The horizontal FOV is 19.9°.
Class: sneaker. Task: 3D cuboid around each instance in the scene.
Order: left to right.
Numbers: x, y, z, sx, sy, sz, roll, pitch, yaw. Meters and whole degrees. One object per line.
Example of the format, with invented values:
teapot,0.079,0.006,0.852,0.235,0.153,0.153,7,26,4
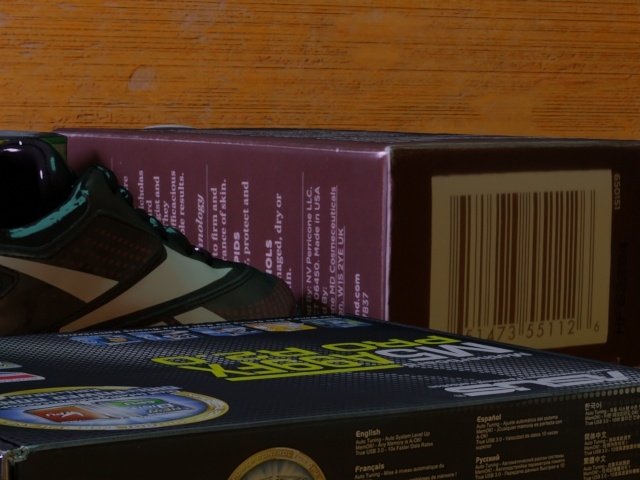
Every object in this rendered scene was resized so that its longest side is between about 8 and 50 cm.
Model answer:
sneaker,-0.104,0.019,0.863,0.097,0.135,0.276,2,3,40

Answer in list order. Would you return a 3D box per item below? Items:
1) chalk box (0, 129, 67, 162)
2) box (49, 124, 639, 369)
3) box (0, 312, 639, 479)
chalk box,-0.266,0.001,1.091,0.132,0.132,0.213,5,7,31
box,0.000,0.000,1.109,0.191,0.143,0.381,-3,7,-34
box,-0.037,0.072,0.655,0.270,0.060,0.216,-3,5,-34
